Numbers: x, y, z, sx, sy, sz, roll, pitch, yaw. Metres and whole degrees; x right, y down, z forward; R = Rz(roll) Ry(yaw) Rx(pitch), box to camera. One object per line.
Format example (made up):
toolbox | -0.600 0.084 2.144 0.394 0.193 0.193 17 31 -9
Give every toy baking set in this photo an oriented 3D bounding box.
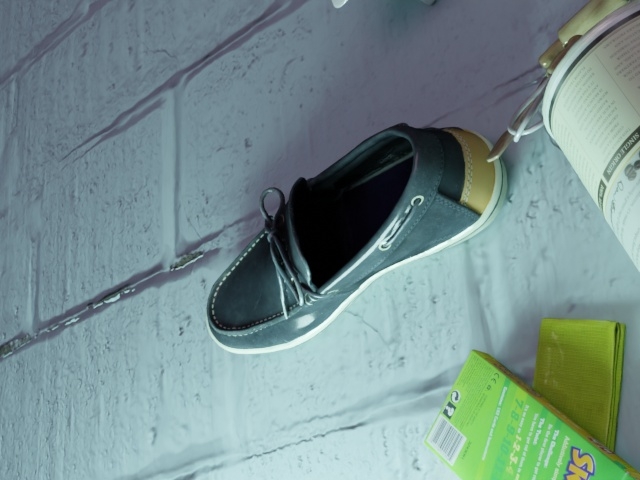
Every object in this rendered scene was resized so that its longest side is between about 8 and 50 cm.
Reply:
toy baking set | 0.266 -0.194 1.035 0.256 0.030 0.197 -42 12 43

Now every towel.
towel | 0.252 0.197 0.997 0.102 0.021 0.237 -1 75 46

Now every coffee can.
coffee can | 0.344 -0.058 0.853 0.201 0.201 0.275 -44 49 27

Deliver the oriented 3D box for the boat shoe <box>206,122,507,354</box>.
boat shoe | 0.000 0.000 1.235 0.500 0.156 0.187 -31 57 38

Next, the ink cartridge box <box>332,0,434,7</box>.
ink cartridge box | 0.146 -0.460 1.265 0.353 0.119 0.207 -41 51 29

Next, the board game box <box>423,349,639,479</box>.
board game box | 0.213 0.227 0.990 0.259 0.039 0.124 41 108 54
